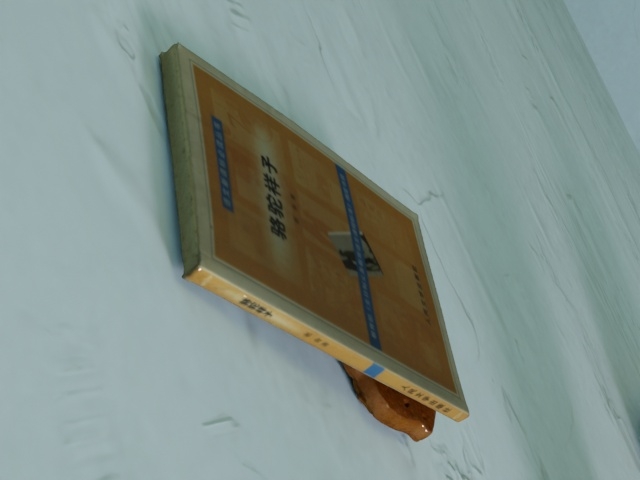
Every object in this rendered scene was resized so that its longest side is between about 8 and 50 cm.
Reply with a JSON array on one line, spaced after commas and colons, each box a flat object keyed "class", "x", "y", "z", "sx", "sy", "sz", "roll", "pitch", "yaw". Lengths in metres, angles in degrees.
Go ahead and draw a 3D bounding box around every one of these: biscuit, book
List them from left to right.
[{"class": "book", "x": 0.001, "y": -0.001, "z": 0.747, "sx": 0.242, "sy": 0.018, "sz": 0.170, "roll": 32, "pitch": 35, "yaw": -41}, {"class": "biscuit", "x": 0.035, "y": 0.067, "z": 0.786, "sx": 0.130, "sy": 0.019, "sz": 0.102, "roll": 59, "pitch": 24, "yaw": -4}]
